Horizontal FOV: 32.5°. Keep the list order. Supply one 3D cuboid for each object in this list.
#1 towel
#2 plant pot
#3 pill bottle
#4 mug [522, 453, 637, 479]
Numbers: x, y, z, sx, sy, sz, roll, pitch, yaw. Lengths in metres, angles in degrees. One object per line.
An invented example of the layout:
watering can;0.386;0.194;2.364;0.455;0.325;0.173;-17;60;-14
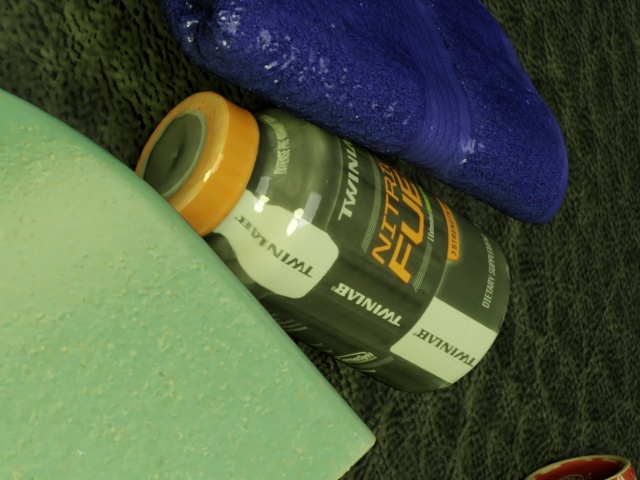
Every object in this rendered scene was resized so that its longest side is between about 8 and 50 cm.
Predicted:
towel;0.028;-0.143;0.709;0.308;0.076;0.227;20;34;-39
plant pot;-0.185;0.074;0.472;0.247;0.248;0.252;-35;91;-38
pill bottle;0.000;0.000;0.704;0.246;0.130;0.130;30;67;-36
mug;0.226;0.270;0.915;0.113;0.150;0.169;-16;93;-5
